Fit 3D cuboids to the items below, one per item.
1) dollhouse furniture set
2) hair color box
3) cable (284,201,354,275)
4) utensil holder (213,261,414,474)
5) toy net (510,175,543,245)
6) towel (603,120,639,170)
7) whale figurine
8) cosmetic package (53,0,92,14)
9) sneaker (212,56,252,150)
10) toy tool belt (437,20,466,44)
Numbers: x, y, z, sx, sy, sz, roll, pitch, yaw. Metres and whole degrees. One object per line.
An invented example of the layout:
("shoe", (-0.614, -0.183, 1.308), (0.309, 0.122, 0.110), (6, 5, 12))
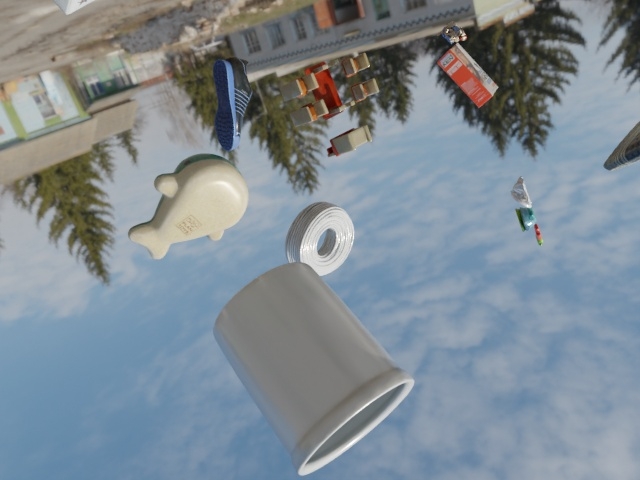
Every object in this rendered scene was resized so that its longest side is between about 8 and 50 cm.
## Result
("dollhouse furniture set", (0.033, -0.375, 1.592), (0.262, 0.259, 0.135), (-32, -164, -31))
("hair color box", (0.400, -0.449, 1.514), (0.053, 0.167, 0.093), (-43, -176, 39))
("cable", (0.000, 0.000, 1.864), (0.089, 0.257, 0.257), (25, -115, 39))
("utensil holder", (-0.029, 0.287, 1.324), (0.328, 0.327, 0.385), (-29, -117, -25))
("toy net", (0.519, -0.073, 1.423), (0.045, 0.232, 0.122), (-17, -124, 21))
("towel", (0.677, -0.263, 0.968), (0.324, 0.056, 0.312), (-46, 175, -6))
("whale figurine", (-0.293, -0.079, 1.230), (0.272, 0.216, 0.141), (-38, -136, 5))
("cosmetic package", (-0.330, -0.438, 0.734), (0.151, 0.183, 0.151), (-23, -156, 53))
("sneaker", (-0.216, -0.347, 1.427), (0.081, 0.232, 0.090), (23, -148, 36))
("toy tool belt", (0.352, -0.551, 1.505), (0.051, 0.052, 0.083), (-27, -136, 3))
